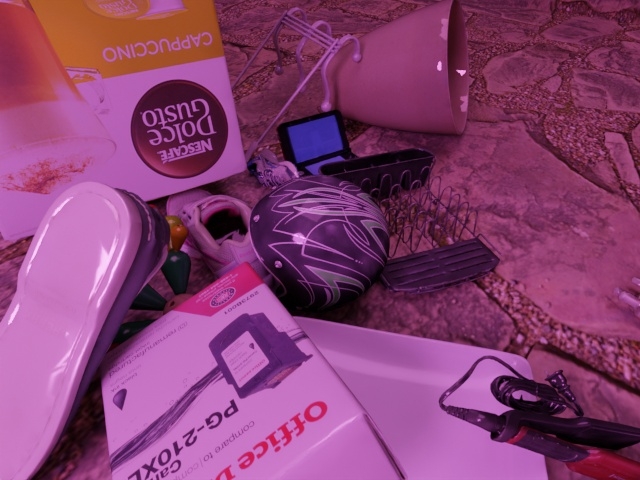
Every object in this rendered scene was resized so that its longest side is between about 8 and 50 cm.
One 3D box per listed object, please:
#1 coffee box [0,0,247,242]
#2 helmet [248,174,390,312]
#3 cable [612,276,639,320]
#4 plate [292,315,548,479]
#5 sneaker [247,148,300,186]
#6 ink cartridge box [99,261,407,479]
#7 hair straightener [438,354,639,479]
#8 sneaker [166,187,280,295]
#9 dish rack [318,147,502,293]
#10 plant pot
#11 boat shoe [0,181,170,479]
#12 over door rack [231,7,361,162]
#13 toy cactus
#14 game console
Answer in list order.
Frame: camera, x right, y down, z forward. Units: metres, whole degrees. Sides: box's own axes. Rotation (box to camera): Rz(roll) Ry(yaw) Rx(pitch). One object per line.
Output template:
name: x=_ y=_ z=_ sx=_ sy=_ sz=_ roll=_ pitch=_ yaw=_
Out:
coffee box: x=-0.350 y=-0.247 z=0.692 sx=0.337 sy=0.335 sz=0.338 roll=-21 pitch=31 yaw=-25
helmet: x=0.000 y=0.000 z=0.563 sx=0.169 sy=0.162 sz=0.170 roll=2 pitch=56 yaw=-3
cable: x=0.500 y=0.134 z=0.546 sx=0.139 sy=0.072 sz=0.287 roll=-15 pitch=52 yaw=-45
plate: x=0.065 y=0.206 z=0.430 sx=0.277 sy=0.045 sz=0.277 roll=8 pitch=41 yaw=8
sneaker: x=-0.083 y=-0.113 z=0.814 sx=0.058 sy=0.052 sz=0.135 roll=-33 pitch=43 yaw=-22
ink cartridge box: x=-0.073 y=0.143 z=0.383 sx=0.171 sy=0.100 sz=0.237 roll=-34 pitch=34 yaw=-12
hair straightener: x=0.209 y=0.162 z=0.426 sx=0.230 sy=0.047 sz=0.089 roll=18 pitch=42 yaw=-12
sneaker: x=-0.141 y=-0.022 z=0.644 sx=0.102 sy=0.111 sz=0.252 roll=-27 pitch=47 yaw=-30
dish rack: x=0.134 y=-0.037 z=0.703 sx=0.208 sy=0.074 sz=0.272 roll=-14 pitch=42 yaw=-17
plant pot: x=0.150 y=-0.340 z=0.962 sx=0.273 sy=0.257 sz=0.257 roll=1 pitch=37 yaw=25
boat shoe: x=-0.235 y=0.101 z=0.418 sx=0.116 sy=0.320 sz=0.099 roll=29 pitch=3 yaw=12
over door rack: x=-0.093 y=-0.316 z=0.954 sx=0.324 sy=0.108 sz=0.239 roll=-43 pitch=48 yaw=2
toy cactus: x=-0.194 y=0.064 z=0.543 sx=0.180 sy=0.112 sz=0.219 roll=24 pitch=50 yaw=-1
game console: x=0.010 y=-0.165 z=0.843 sx=0.143 sy=0.085 sz=0.124 roll=-22 pitch=45 yaw=-25
